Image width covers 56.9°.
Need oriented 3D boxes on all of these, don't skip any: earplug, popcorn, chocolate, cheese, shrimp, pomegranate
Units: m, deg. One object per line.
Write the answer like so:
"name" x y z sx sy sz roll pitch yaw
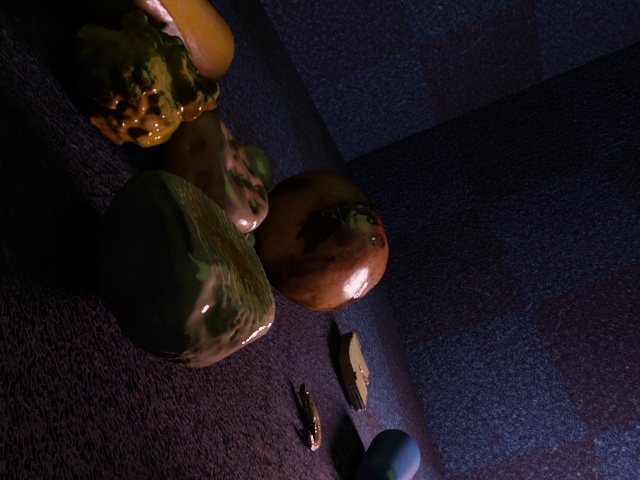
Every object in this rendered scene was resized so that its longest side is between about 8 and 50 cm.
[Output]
"earplug" 0.151 0.538 1.383 0.273 0.132 0.132 16 53 -73
"popcorn" -0.242 -0.221 0.806 0.197 0.156 0.197 48 25 -32
"chocolate" -0.273 -0.358 0.880 0.445 0.162 0.162 23 47 -78
"cheese" -0.173 -0.097 0.983 0.235 0.117 0.218 -102 165 -45
"shrimp" -0.024 0.341 1.142 0.091 0.025 0.127 29 43 -72
"pomegranate" 0.000 0.000 1.272 0.322 0.322 0.322 -21 90 -80

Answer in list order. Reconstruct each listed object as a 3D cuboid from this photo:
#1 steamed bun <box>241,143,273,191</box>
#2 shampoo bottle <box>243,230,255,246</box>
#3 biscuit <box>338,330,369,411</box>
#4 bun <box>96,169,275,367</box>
"steamed bun" -0.151 -0.150 1.288 0.130 0.091 0.112 34 38 -73
"shampoo bottle" -0.158 -0.035 1.108 0.065 0.065 0.204 57 16 -47
"biscuit" 0.094 0.360 1.646 0.250 0.046 0.147 -67 136 -77
"bun" -0.166 0.035 0.672 0.244 0.153 0.244 56 3 -4
